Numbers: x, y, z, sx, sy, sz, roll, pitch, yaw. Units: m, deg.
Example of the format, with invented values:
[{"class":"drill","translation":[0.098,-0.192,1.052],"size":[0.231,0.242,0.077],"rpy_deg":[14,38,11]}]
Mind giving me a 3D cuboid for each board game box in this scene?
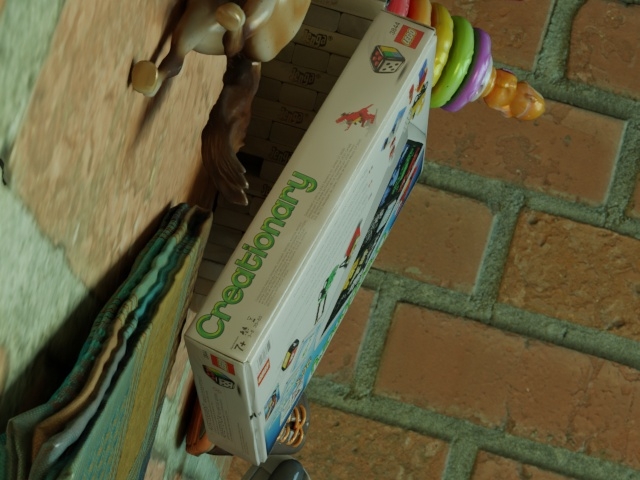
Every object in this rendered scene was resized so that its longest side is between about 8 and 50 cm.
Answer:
[{"class":"board game box","translation":[0.000,0.000,0.989],"size":[0.305,0.053,0.193],"rpy_deg":[-60,166,-26]}]

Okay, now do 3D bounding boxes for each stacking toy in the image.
[{"class":"stacking toy","translation":[0.140,-0.211,1.553],"size":[0.175,0.302,0.165],"rpy_deg":[9,-100,71]}]

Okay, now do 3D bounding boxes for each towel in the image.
[{"class":"towel","translation":[-0.132,0.145,0.713],"size":[0.370,0.040,0.271],"rpy_deg":[-76,-177,-73]}]

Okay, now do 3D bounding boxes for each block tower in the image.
[{"class":"block tower","translation":[-0.026,-0.078,1.108],"size":[0.091,0.097,0.335],"rpy_deg":[-71,176,-68]}]

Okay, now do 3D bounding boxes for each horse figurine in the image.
[{"class":"horse figurine","translation":[-0.029,-0.157,0.657],"size":[0.174,0.066,0.263],"rpy_deg":[-48,153,-73]}]

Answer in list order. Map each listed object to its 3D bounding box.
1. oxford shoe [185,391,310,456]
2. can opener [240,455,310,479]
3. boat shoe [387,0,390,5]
[{"class":"oxford shoe","translation":[-0.074,0.190,1.518],"size":[0.364,0.133,0.129],"rpy_deg":[13,93,-89]},{"class":"can opener","translation":[-0.118,0.373,1.576],"size":[0.283,0.076,0.095],"rpy_deg":[-53,168,-2]},{"class":"boat shoe","translation":[0.027,-0.233,1.172],"size":[0.233,0.079,0.084],"rpy_deg":[-59,163,-10]}]
